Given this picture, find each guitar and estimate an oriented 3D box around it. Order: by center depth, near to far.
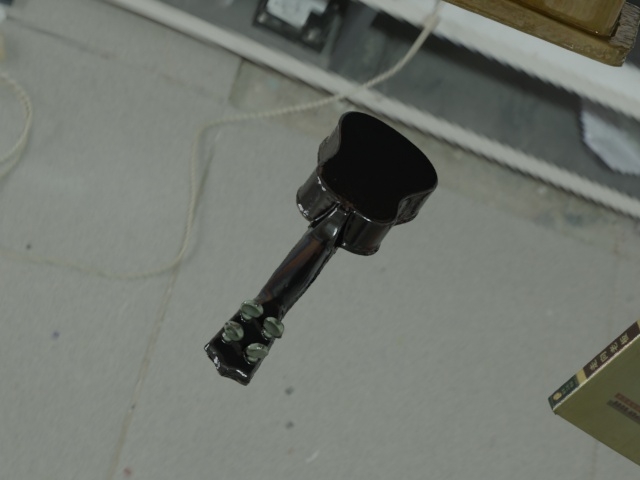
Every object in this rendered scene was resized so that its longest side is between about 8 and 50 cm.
[{"bbox_3d":[0.001,-0.001,0.852,0.084,0.038,0.271,36,38,2],"label":"guitar"}]

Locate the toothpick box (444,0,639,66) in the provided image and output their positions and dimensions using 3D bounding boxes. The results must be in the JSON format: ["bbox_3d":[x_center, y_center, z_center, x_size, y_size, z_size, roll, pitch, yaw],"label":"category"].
[{"bbox_3d":[0.230,-0.327,1.112,0.190,0.308,0.187,26,25,8],"label":"toothpick box"}]

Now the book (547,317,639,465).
[{"bbox_3d":[0.347,0.117,1.260,0.161,0.231,0.026,33,26,-25],"label":"book"}]
